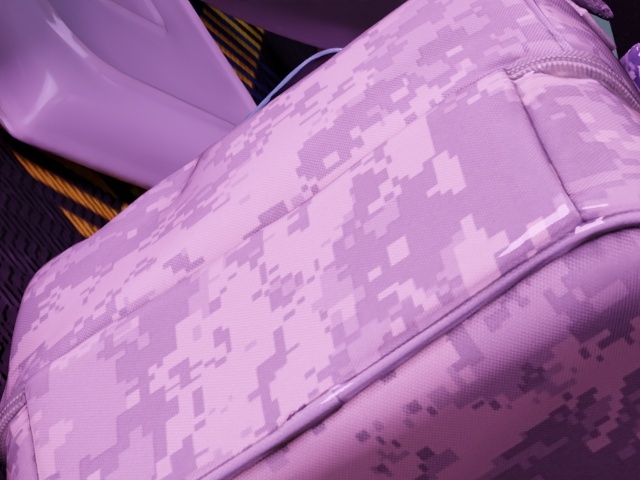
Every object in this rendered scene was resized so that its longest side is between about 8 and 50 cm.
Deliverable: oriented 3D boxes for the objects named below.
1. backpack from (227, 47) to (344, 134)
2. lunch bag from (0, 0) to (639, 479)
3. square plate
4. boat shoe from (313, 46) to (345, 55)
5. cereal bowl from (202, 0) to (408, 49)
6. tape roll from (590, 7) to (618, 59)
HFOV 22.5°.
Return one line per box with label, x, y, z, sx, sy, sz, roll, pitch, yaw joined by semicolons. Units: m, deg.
backpack;0.000;0.000;0.958;0.166;0.188;0.144;53;6;12
lunch bag;0.025;0.033;0.673;0.212;0.305;0.256;45;16;-40
square plate;-0.163;-0.171;1.066;0.344;0.049;0.347;58;16;22
boat shoe;0.118;-0.092;1.671;0.156;0.187;0.500;96;-27;-63
cereal bowl;0.030;-0.271;1.475;0.339;0.141;0.339;15;-4;1
tape roll;0.220;-0.200;1.650;0.321;0.077;0.321;164;-90;-86
